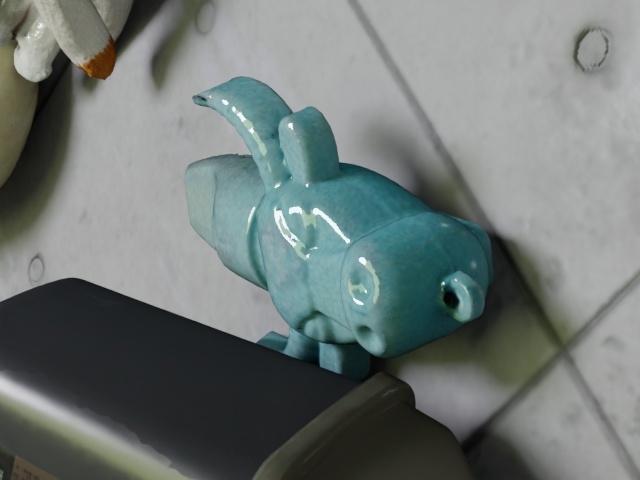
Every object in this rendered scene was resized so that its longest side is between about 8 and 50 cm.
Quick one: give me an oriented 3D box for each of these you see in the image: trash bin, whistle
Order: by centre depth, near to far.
[{"bbox_3d":[-0.066,0.152,0.751,0.290,0.182,0.209,22,117,24],"label":"trash bin"},{"bbox_3d":[0.000,0.000,0.814,0.274,0.093,0.186,21,127,52],"label":"whistle"}]

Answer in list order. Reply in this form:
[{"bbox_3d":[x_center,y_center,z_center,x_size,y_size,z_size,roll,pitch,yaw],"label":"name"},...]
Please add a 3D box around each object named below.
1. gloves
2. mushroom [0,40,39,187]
[{"bbox_3d":[-0.194,-0.208,1.017,0.140,0.218,0.131,22,70,26],"label":"gloves"},{"bbox_3d":[-0.343,-0.127,1.151,0.246,0.202,0.246,-3,86,39],"label":"mushroom"}]
